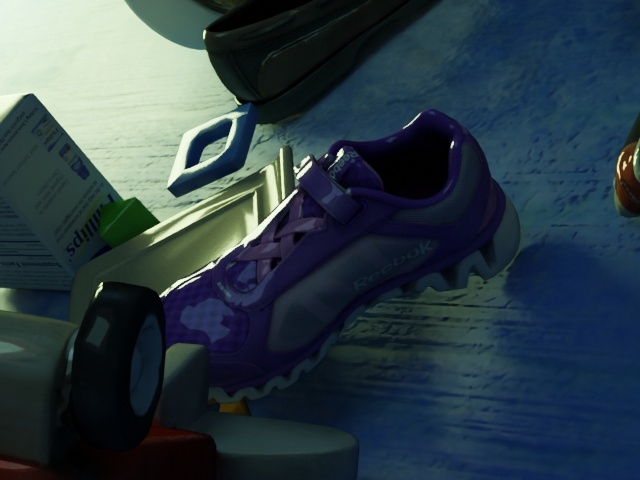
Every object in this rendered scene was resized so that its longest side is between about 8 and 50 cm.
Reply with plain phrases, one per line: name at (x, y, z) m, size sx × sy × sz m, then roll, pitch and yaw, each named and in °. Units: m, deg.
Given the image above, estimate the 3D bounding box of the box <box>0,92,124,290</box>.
box at (-0.224, -0.033, 1.246) m, size 0.126 × 0.137 × 0.072 m, roll 1°, pitch 47°, yaw 46°

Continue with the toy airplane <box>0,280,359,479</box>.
toy airplane at (-0.112, 0.165, 0.747) m, size 0.386 × 0.384 × 0.272 m, roll -4°, pitch 77°, yaw 55°

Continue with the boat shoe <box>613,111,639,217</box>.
boat shoe at (0.202, -0.070, 0.955) m, size 0.137 × 0.049 × 0.043 m, roll -57°, pitch -3°, yaw -29°

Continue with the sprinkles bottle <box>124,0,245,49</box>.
sprinkles bottle at (-0.015, -0.295, 1.291) m, size 0.355 × 0.121 × 0.121 m, roll -42°, pitch 25°, yaw 34°

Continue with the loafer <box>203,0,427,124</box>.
loafer at (0.028, -0.200, 1.259) m, size 0.267 × 0.084 × 0.096 m, roll -45°, pitch 32°, yaw -11°

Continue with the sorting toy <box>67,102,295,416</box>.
sorting toy at (-0.084, 0.046, 1.095) m, size 0.196 × 0.047 × 0.347 m, roll -31°, pitch 32°, yaw 18°

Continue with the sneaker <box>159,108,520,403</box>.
sneaker at (0.000, 0.000, 0.946) m, size 0.236 × 0.104 × 0.095 m, roll -27°, pitch 52°, yaw -14°
